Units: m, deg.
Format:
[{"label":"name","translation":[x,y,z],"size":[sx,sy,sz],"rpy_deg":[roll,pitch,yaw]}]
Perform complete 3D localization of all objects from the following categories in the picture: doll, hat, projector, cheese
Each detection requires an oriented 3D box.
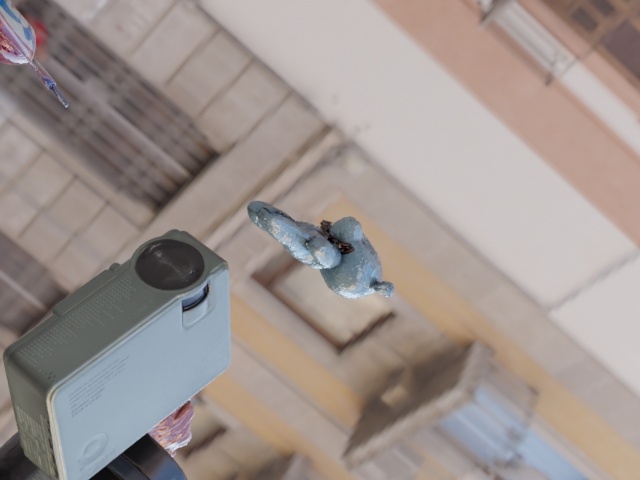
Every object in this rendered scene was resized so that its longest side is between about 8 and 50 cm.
[{"label":"doll","translation":[0.004,-0.003,1.547],"size":[0.075,0.180,0.120],"rpy_deg":[-49,-146,0]},{"label":"hat","translation":[-0.327,0.315,2.085],"size":[0.286,0.107,0.237],"rpy_deg":[-20,151,-37]},{"label":"projector","translation":[-0.217,0.123,1.579],"size":[0.256,0.099,0.192],"rpy_deg":[-37,150,-31]},{"label":"cheese","translation":[-0.398,-0.260,1.876],"size":[0.062,0.244,0.155],"rpy_deg":[-40,-131,-3]}]

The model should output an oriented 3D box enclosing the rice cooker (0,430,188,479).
[{"label":"rice cooker","translation":[-0.289,0.336,1.761],"size":[0.224,0.267,0.267],"rpy_deg":[-46,-171,-27]}]
